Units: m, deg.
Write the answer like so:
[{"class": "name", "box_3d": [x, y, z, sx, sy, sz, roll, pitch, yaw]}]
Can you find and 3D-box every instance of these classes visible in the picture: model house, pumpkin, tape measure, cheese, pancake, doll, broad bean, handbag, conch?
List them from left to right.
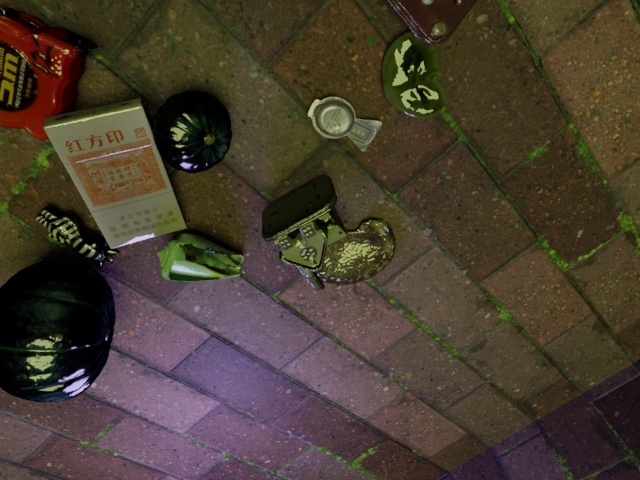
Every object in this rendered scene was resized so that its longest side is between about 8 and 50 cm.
[{"class": "tape measure", "box_3d": [-0.637, -0.362, 0.905, 0.260, 0.114, 0.253, 23, 117, -18]}, {"class": "pumpkin", "box_3d": [-0.697, 0.230, 1.133, 0.266, 0.363, 0.364, 3, 122, -12]}, {"class": "doll", "box_3d": [-0.651, -0.008, 1.157, 0.091, 0.067, 0.219, -38, 115, 19]}, {"class": "pumpkin", "box_3d": [-0.294, -0.249, 0.998, 0.150, 0.194, 0.194, 2, 133, 37]}, {"class": "conch", "box_3d": [-0.326, 0.055, 1.205, 0.250, 0.137, 0.144, 10, 119, -15]}, {"class": "model house", "box_3d": [0.000, 0.000, 1.181, 0.218, 0.205, 0.279, -28, 121, 10]}, {"class": "cheese", "box_3d": [0.058, -0.300, 1.098, 0.190, 0.042, 0.105, 22, 117, -22]}, {"class": "pancake", "box_3d": [0.083, 0.025, 1.318, 0.288, 0.033, 0.286, -34, 120, 12]}, {"class": "broad bean", "box_3d": [0.228, -0.399, 1.055, 0.153, 0.072, 0.207, -28, 110, 5]}, {"class": "handbag", "box_3d": [0.244, -0.562, 0.918, 0.216, 0.074, 0.203, 36, 96, -28]}]

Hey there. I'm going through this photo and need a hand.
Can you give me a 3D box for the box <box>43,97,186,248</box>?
[{"class": "box", "box_3d": [-0.474, -0.147, 1.040, 0.204, 0.051, 0.365, -17, 136, -13]}]
